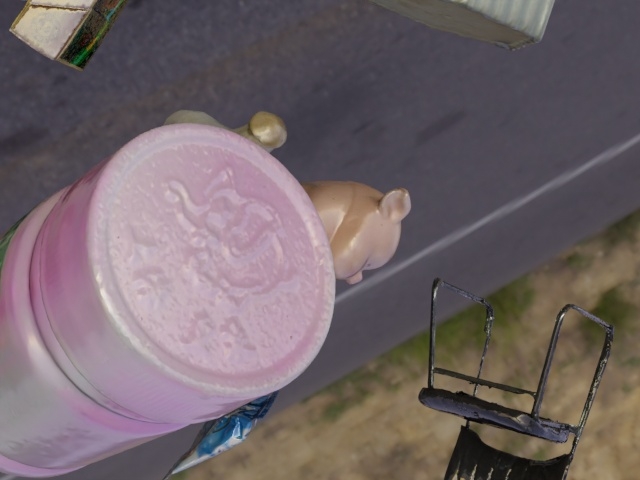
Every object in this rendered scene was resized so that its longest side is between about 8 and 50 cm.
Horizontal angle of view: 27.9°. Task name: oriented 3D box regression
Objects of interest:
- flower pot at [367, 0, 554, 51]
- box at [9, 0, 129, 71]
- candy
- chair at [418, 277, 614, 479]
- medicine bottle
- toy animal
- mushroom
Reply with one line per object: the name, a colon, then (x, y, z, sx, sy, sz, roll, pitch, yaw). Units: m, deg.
flower pot: (0.171, -0.341, 1.481, 0.209, 0.239, 0.190, 13, 94, -67)
box: (-0.247, -0.311, 1.470, 0.240, 0.071, 0.159, -55, -176, 3)
candy: (-0.106, 0.211, 1.393, 0.136, 0.038, 0.088, -34, -172, 16)
chair: (0.165, 0.163, 1.184, 0.140, 0.221, 0.145, 11, 174, 33)
medicine bottle: (-0.163, 0.058, 1.013, 0.212, 0.212, 0.325, -18, 174, -40)
toy animal: (-0.004, -0.008, 1.828, 0.250, 0.154, 0.166, -14, -161, -16)
mushroom: (-0.151, -0.144, 1.998, 0.103, 0.118, 0.270, 9, 180, -41)
